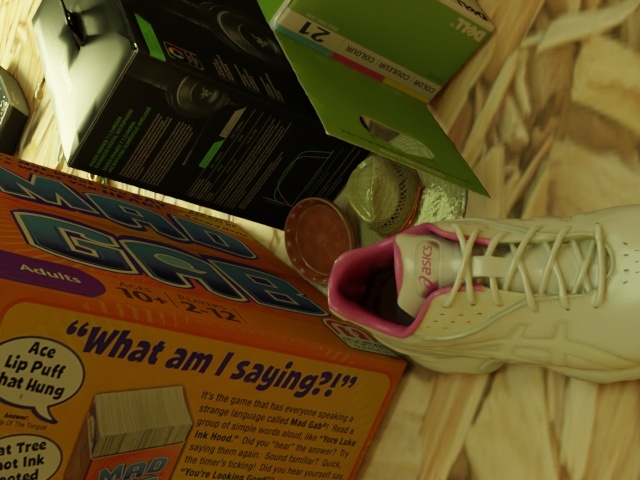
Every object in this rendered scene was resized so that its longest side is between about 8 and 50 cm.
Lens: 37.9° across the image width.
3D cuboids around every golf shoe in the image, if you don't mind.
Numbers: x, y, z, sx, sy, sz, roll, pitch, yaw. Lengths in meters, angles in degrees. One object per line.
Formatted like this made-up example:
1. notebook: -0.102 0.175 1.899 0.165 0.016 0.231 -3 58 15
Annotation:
1. golf shoe: 0.132 0.033 0.625 0.306 0.140 0.115 -17 63 46

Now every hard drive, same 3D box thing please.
1. hard drive: -0.605 -0.228 1.712 0.172 0.054 0.254 -62 39 15

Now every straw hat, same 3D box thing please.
1. straw hat: 0.055 -0.039 0.809 0.144 0.061 0.144 -22 60 45

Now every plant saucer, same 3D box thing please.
1. plant saucer: 0.000 0.000 0.882 0.083 0.013 0.083 10 105 39

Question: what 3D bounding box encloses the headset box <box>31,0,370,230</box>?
1. headset box: -0.127 -0.158 0.902 0.131 0.283 0.246 -52 42 26

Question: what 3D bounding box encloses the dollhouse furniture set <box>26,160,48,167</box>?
1. dollhouse furniture set: -0.562 -0.082 1.516 0.182 0.161 0.101 -5 73 52

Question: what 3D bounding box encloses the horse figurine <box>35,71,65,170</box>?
1. horse figurine: -0.370 -0.232 1.412 0.174 0.066 0.263 -53 44 33

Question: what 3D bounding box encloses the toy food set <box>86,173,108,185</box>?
1. toy food set: -0.328 -0.067 1.333 0.083 0.020 0.082 -42 47 34

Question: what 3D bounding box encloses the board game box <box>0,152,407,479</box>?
1. board game box: -0.217 0.157 0.832 0.356 0.356 0.356 36 105 52

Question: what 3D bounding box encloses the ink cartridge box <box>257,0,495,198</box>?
1. ink cartridge box: 0.056 -0.170 0.755 0.097 0.189 0.255 -49 45 26
